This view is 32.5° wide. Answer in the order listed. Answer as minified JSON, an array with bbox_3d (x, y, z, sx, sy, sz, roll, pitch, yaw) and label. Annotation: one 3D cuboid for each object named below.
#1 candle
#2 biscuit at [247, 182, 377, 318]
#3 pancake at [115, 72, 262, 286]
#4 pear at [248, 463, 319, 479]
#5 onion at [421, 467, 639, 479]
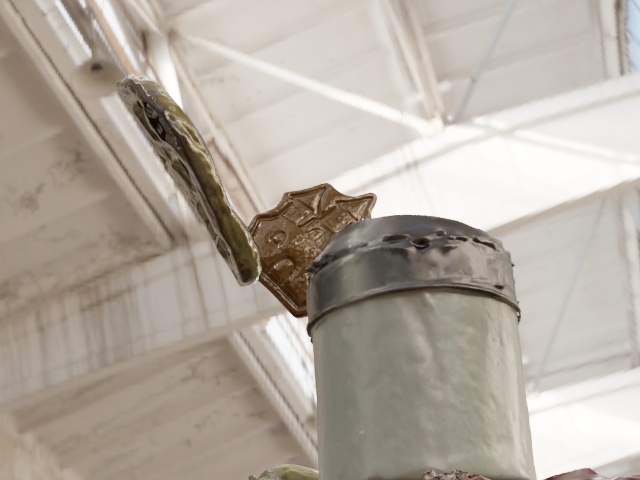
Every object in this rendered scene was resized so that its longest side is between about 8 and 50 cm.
[{"bbox_3d":[0.096,0.161,1.078,0.221,0.342,0.221,-1,-24,0],"label":"candle"},{"bbox_3d":[0.000,-0.001,1.539,0.215,0.182,0.034,-41,-18,-19],"label":"biscuit"},{"bbox_3d":[-0.154,-0.078,1.327,0.049,0.294,0.294,-32,-38,-8],"label":"pancake"},{"bbox_3d":[-0.010,0.438,1.383,0.269,0.321,0.269,-28,-5,-2],"label":"pear"},{"bbox_3d":[0.157,0.190,0.664,0.135,0.198,0.173,-42,-14,-11],"label":"onion"}]
